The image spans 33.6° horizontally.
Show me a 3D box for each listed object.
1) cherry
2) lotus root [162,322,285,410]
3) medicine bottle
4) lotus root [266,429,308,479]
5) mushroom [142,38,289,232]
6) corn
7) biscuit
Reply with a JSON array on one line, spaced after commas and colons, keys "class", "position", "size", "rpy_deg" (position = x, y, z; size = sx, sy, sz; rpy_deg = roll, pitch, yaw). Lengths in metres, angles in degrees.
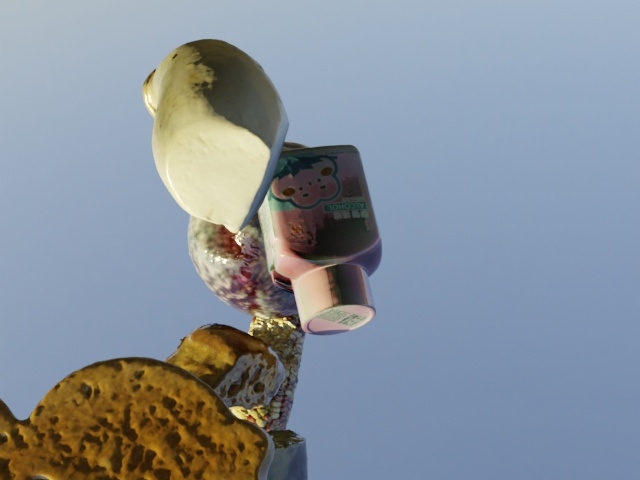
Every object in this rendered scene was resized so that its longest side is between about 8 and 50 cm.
[{"class": "cherry", "position": [-0.067, -0.016, 1.497], "size": [0.218, 0.255, 0.296], "rpy_deg": [24, -176, 20]}, {"class": "lotus root", "position": [-0.109, 0.139, 1.149], "size": [0.159, 0.095, 0.135], "rpy_deg": [-3, 179, -25]}, {"class": "medicine bottle", "position": [0.000, 0.000, 1.129], "size": [0.119, 0.094, 0.188], "rpy_deg": [-7, -116, -11]}, {"class": "lotus root", "position": [-0.110, 0.321, 1.390], "size": [0.235, 0.119, 0.138], "rpy_deg": [-5, 177, -38]}, {"class": "mushroom", "position": [-0.093, -0.113, 0.900], "size": [0.103, 0.118, 0.270], "rpy_deg": [24, -162, -24]}, {"class": "corn", "position": [-0.073, 0.176, 1.665], "size": [0.098, 0.098, 0.290], "rpy_deg": [2, -110, 33]}, {"class": "biscuit", "position": [-0.134, 0.141, 0.546], "size": [0.225, 0.166, 0.036], "rpy_deg": [-29, 163, -11]}]
